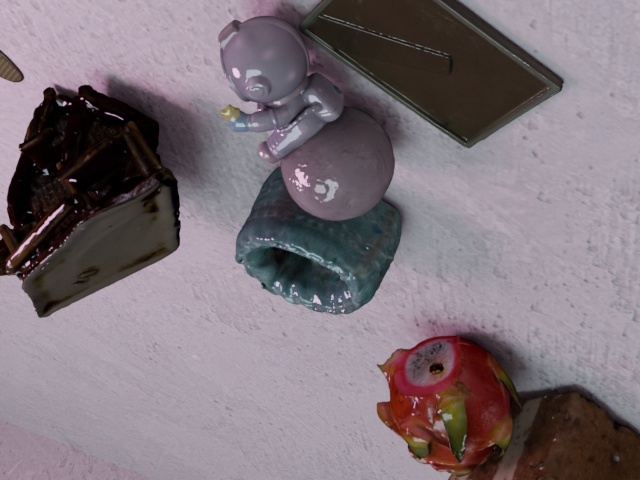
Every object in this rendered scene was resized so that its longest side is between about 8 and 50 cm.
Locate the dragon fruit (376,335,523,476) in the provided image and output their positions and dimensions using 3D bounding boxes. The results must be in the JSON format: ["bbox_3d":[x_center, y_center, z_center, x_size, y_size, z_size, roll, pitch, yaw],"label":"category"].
[{"bbox_3d":[0.208,0.267,1.793,0.224,0.224,0.227,-4,131,45],"label":"dragon fruit"}]

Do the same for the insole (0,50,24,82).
[{"bbox_3d":[-0.552,-0.316,1.676,0.253,0.005,0.086,39,150,-22],"label":"insole"}]

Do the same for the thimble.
[{"bbox_3d":[0.000,0.000,1.587,0.235,0.143,0.198,8,148,30],"label":"thimble"}]

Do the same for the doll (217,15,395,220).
[{"bbox_3d":[-0.022,-0.153,1.353,0.151,0.151,0.287,-1,137,43],"label":"doll"}]

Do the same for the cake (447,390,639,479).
[{"bbox_3d":[0.387,0.424,1.869,0.282,0.255,0.290,33,157,-15],"label":"cake"}]

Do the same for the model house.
[{"bbox_3d":[-0.372,-0.094,1.654,0.317,0.297,0.282,94,154,-66],"label":"model house"}]

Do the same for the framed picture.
[{"bbox_3d":[0.117,-0.206,1.252,0.260,0.023,0.189,34,152,-12],"label":"framed picture"}]
